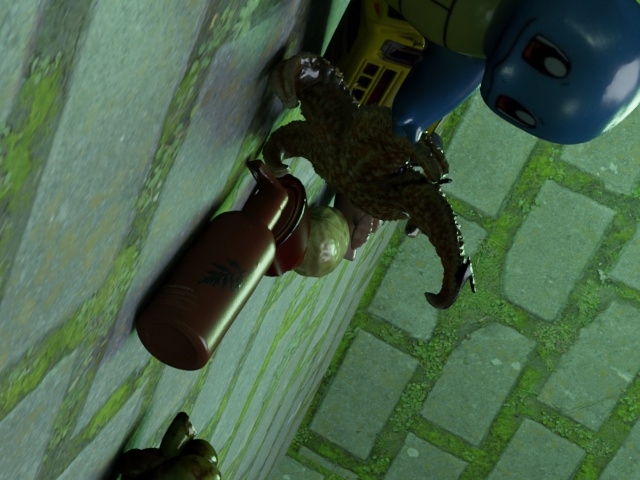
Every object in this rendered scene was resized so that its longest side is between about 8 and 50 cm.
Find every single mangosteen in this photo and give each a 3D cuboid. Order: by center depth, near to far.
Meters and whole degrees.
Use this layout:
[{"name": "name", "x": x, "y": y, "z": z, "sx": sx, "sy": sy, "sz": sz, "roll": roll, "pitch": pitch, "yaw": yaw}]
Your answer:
[{"name": "mangosteen", "x": -0.182, "y": 0.324, "z": 1.611, "sx": 0.194, "sy": 0.194, "sz": 0.230, "roll": -20, "pitch": 111, "yaw": -80}]

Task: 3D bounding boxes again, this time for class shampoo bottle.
[{"name": "shampoo bottle", "x": -0.099, "y": 0.024, "z": 1.380, "sx": 0.244, "sy": 0.085, "sz": 0.085, "roll": -60, "pitch": 174, "yaw": -39}, {"name": "shampoo bottle", "x": -0.051, "y": -0.010, "z": 1.667, "sx": 0.102, "sy": 0.064, "sz": 0.260, "roll": -62, "pitch": 173, "yaw": -8}]

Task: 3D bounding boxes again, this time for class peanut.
[{"name": "peanut", "x": -0.001, "y": 0.000, "z": 2.008, "sx": 0.228, "sy": 0.086, "sz": 0.104, "roll": -20, "pitch": 119, "yaw": -81}]

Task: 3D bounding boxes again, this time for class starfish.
[{"name": "starfish", "x": 0.057, "y": -0.059, "z": 1.365, "sx": 0.113, "sy": 0.303, "sz": 0.312, "roll": -44, "pitch": 159, "yaw": -8}]

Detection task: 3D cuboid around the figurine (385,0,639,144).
[{"name": "figurine", "x": 0.114, "y": -0.250, "z": 1.155, "sx": 0.298, "sy": 0.243, "sz": 0.416, "roll": 118, "pitch": -37, "yaw": -45}]

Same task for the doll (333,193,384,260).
[{"name": "doll", "x": 0.072, "y": -0.072, "z": 2.171, "sx": 0.262, "sy": 0.093, "sz": 0.211, "roll": -85, "pitch": -162, "yaw": -64}]

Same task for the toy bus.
[{"name": "toy bus", "x": 0.094, "y": -0.207, "z": 1.400, "sx": 0.331, "sy": 0.151, "sz": 0.145, "roll": 121, "pitch": -23, "yaw": -59}]
